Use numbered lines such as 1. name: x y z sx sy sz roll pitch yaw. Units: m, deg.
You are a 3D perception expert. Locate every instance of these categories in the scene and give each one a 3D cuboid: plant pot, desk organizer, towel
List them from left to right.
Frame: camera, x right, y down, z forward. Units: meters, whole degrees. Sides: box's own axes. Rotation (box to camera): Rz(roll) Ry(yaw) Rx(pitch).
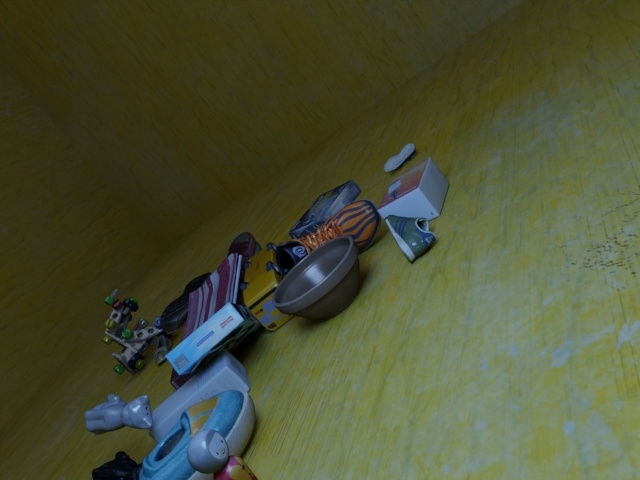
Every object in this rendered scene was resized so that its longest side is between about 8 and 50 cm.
1. desk organizer: -0.384 0.373 1.656 0.050 0.047 0.130 -37 16 0
2. towel: -0.333 0.202 1.759 0.329 0.037 0.237 -40 38 44
3. plant pot: 0.011 0.105 1.368 0.237 0.110 0.237 -37 15 11

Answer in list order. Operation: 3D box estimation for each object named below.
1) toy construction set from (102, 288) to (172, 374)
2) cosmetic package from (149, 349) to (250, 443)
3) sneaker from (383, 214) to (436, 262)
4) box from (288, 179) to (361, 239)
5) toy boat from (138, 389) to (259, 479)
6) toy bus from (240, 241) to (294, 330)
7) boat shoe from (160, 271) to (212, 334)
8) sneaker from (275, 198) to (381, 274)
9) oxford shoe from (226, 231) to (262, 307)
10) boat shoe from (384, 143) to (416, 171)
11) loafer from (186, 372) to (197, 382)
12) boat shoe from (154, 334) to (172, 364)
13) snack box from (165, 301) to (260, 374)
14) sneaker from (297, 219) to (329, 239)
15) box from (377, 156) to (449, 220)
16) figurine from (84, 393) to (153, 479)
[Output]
1. toy construction set: -0.706 0.372 2.155 0.237 0.257 0.309 -62 3 -26
2. cosmetic package: -0.277 0.369 1.354 0.231 0.085 0.117 -42 15 -1
3. sneaker: 0.209 -0.022 1.346 0.086 0.064 0.192 -35 25 9
4. box: 0.015 -0.098 2.024 0.183 0.056 0.231 -22 23 48
5. toy boat: -0.211 0.374 1.059 0.267 0.148 0.318 -46 16 -24
6. toy bus: -0.140 0.117 1.645 0.108 0.130 0.333 -39 15 7
7. boat shoe: -0.430 0.230 2.030 0.122 0.120 0.324 -19 19 24
8. sneaker: 0.007 0.012 1.520 0.180 0.125 0.321 -19 -16 -48
9. oxford shoe: -0.236 0.141 1.853 0.122 0.130 0.348 -14 47 33
10. boat shoe: 0.265 -0.267 1.951 0.125 0.038 0.046 -45 57 1
11. loafer: -0.322 0.364 1.516 0.061 0.062 0.170 -43 14 7
12. boat shoe: -0.546 0.374 2.022 0.056 0.048 0.153 -37 16 9
13. snack box: -0.247 0.242 1.449 0.187 0.060 0.322 -40 -9 -4
14. sneaker: 0.025 -0.009 1.675 0.267 0.101 0.106 -34 19 22
15. box: 0.236 -0.111 1.482 0.130 0.091 0.170 -29 18 34
16. figurine: -0.418 0.442 1.285 0.209 0.215 0.092 -18 -11 42
